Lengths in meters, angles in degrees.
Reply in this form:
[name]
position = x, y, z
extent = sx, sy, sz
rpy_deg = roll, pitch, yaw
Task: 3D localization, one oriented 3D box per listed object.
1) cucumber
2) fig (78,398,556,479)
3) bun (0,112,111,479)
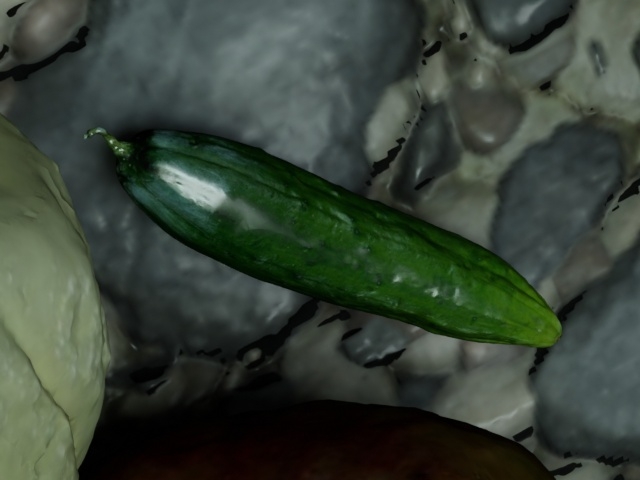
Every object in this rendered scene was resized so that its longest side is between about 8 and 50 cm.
[cucumber]
position = 0.000, 0.000, 0.564
extent = 0.168, 0.039, 0.039
rpy_deg = 21, 100, -23
[fig]
position = 0.019, 0.202, 0.560
extent = 0.217, 0.217, 0.320
rpy_deg = -28, 131, -6
[bun]
position = -0.155, 0.070, 0.450
extent = 0.244, 0.244, 0.153
rpy_deg = -50, 141, 3
